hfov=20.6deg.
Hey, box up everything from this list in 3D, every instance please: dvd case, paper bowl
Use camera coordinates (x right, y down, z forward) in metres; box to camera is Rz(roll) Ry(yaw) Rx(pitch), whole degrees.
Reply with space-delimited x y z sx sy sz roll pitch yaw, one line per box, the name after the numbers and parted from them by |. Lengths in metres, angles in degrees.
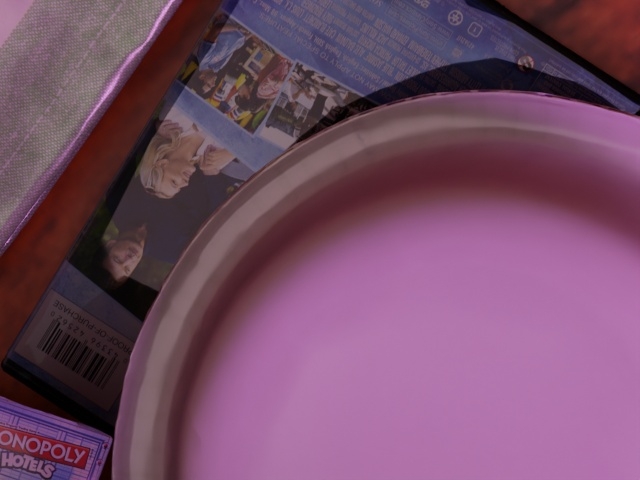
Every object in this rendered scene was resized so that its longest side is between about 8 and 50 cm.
0.000 0.000 0.758 0.180 0.022 0.253 33 101 0 | dvd case
0.060 0.085 0.644 0.284 0.148 0.284 -1 85 13 | paper bowl

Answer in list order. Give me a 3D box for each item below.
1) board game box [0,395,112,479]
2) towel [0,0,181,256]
-0.146 0.139 0.716 0.060 0.194 0.194 21 101 -13 | board game box
-0.202 -0.172 0.742 0.325 0.038 0.248 39 101 1 | towel
